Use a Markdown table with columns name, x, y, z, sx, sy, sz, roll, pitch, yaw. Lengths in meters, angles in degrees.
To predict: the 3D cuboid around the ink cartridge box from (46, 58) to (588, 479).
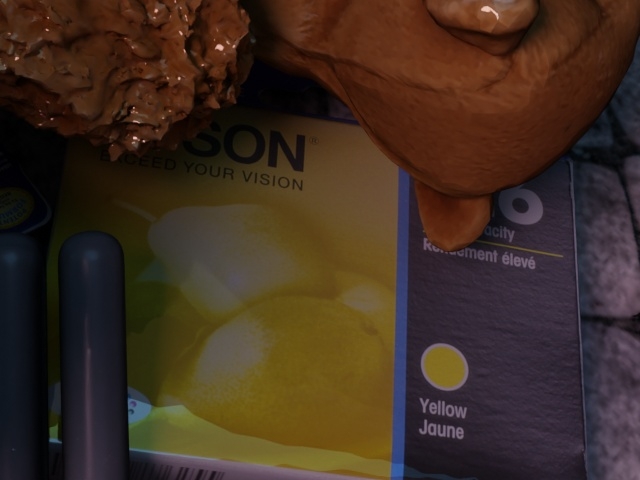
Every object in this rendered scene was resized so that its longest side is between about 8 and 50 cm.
| name | x | y | z | sx | sy | sz | roll | pitch | yaw |
| --- | --- | --- | --- | --- | --- | --- | --- | --- | --- |
| ink cartridge box | 0.000 | 0.000 | 0.710 | 0.303 | 0.072 | 0.307 | 8 | 62 | -10 |

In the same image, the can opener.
| name | x | y | z | sx | sy | sz | roll | pitch | yaw |
| --- | --- | --- | --- | --- | --- | --- | --- | --- | --- |
| can opener | -0.117 | 0.135 | 0.549 | 0.074 | 0.093 | 0.280 | 0 | 86 | -7 |

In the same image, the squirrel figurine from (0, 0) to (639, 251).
| name | x | y | z | sx | sy | sz | roll | pitch | yaw |
| --- | --- | --- | --- | --- | --- | --- | --- | --- | --- |
| squirrel figurine | -0.040 | -0.150 | 0.640 | 0.397 | 0.281 | 0.370 | -27 | 65 | -24 |

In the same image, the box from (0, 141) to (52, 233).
| name | x | y | z | sx | sy | sz | roll | pitch | yaw |
| --- | --- | --- | --- | --- | --- | --- | --- | --- | --- |
| box | -0.265 | -0.061 | 0.687 | 0.136 | 0.036 | 0.225 | -30 | 72 | -27 |
